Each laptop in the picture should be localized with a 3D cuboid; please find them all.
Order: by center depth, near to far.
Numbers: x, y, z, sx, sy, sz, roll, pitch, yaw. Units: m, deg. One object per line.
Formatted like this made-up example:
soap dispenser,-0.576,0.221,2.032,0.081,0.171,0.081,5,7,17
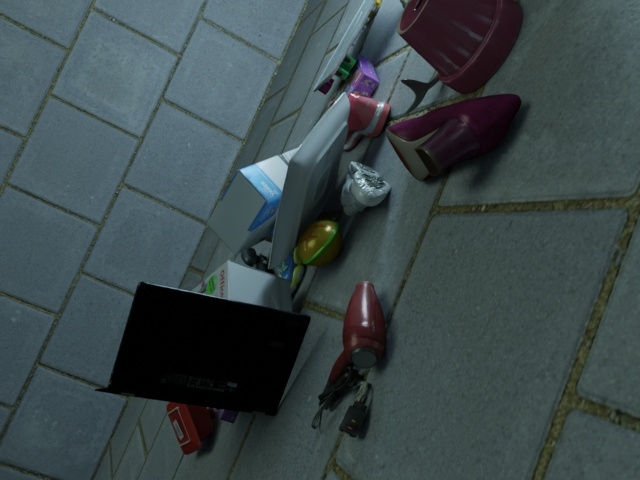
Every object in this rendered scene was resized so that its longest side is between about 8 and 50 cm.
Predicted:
laptop,-0.287,0.269,1.545,0.236,0.381,0.408,-127,54,-63

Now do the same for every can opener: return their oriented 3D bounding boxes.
can opener,-0.195,0.102,2.061,0.074,0.093,0.280,-61,23,9

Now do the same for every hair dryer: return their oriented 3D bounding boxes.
hair dryer,0.045,0.210,1.235,0.223,0.080,0.294,-18,49,67

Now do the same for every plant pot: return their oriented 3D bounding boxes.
plant pot,0.259,-0.418,1.307,0.201,0.180,0.201,-55,20,31

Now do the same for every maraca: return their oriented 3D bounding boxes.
maraca,0.000,0.000,1.618,0.127,0.099,0.186,-42,13,13

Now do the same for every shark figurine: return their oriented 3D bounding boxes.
shark figurine,0.258,-0.424,1.508,0.116,0.166,0.278,85,-174,-75

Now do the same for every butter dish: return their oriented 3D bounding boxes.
butter dish,-0.360,0.520,1.928,0.160,0.118,0.160,-40,71,51

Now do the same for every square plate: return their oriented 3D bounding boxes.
square plate,-0.018,-0.141,1.629,0.347,0.049,0.344,-58,-12,-46

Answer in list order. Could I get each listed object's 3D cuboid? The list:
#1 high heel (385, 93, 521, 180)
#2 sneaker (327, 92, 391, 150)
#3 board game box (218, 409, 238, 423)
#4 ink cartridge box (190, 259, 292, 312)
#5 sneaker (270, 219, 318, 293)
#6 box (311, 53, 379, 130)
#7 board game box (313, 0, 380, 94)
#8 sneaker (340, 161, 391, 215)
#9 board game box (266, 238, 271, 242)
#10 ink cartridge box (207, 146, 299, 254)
high heel,0.242,-0.203,1.261,0.181,0.127,0.377,-34,16,1
sneaker,0.071,-0.336,1.799,0.116,0.136,0.314,-67,18,-12
board game box,-0.197,0.307,1.851,0.347,0.056,0.208,-63,14,7
ink cartridge box,-0.224,0.215,1.675,0.270,0.197,0.198,-38,45,36
sneaker,-0.097,0.032,1.799,0.091,0.126,0.240,-14,52,68
box,0.068,-0.404,2.027,0.293,0.057,0.201,-55,18,26
board game box,0.117,-0.660,2.128,0.390,0.050,0.390,-60,11,0
sneaker,0.095,-0.101,1.528,0.232,0.090,0.115,-94,26,-73
board game box,-0.121,-0.100,2.045,0.039,0.124,0.259,126,160,-48
ink cartridge box,-0.133,-0.118,1.844,0.307,0.129,0.223,-30,-19,-49
